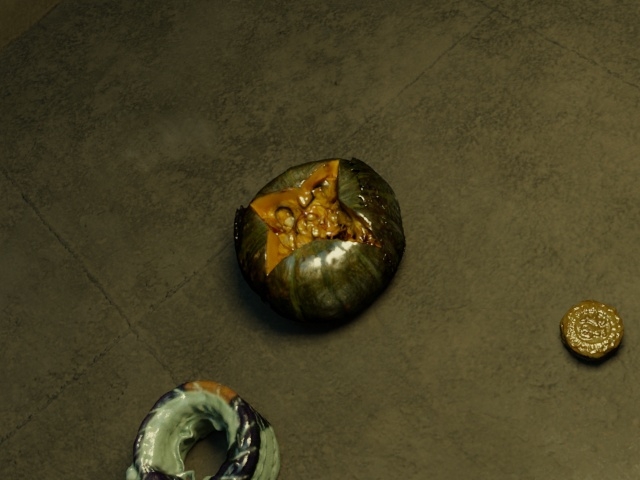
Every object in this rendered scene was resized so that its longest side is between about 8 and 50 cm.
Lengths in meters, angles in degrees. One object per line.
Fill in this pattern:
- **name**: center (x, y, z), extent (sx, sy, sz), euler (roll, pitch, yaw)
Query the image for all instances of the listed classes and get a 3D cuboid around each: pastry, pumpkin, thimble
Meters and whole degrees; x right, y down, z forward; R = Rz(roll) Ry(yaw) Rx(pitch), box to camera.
- **pastry**: center (0.436, 0.145, 1.493), extent (0.097, 0.057, 0.109), euler (-6, 59, 11)
- **pumpkin**: center (0.000, 0.000, 1.667), extent (0.320, 0.192, 0.320), euler (-10, 54, 14)
- **thimble**: center (-0.195, 0.360, 1.538), extent (0.237, 0.150, 0.237), euler (-10, 58, 16)
